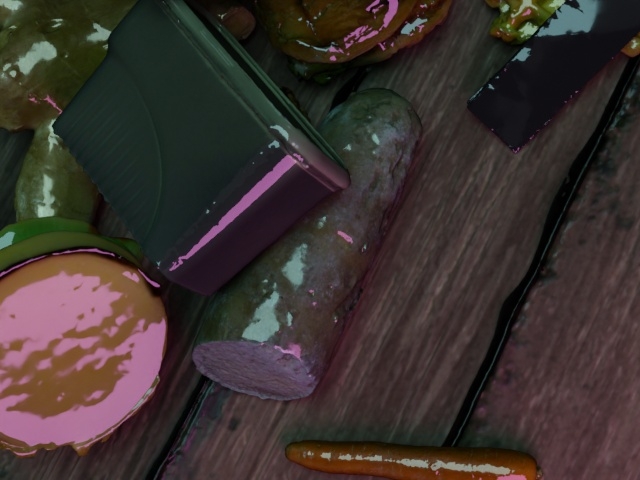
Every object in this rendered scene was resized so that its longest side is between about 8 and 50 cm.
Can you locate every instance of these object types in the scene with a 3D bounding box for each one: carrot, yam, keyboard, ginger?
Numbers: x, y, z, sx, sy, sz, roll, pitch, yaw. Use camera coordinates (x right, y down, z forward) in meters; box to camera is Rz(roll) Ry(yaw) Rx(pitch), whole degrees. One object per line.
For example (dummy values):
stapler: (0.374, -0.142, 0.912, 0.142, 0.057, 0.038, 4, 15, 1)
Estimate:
carrot: (0.086, 0.212, 1.193, 0.248, 0.043, 0.043, 3, 77, 13)
yam: (0.000, 0.000, 1.218, 0.133, 0.133, 0.330, 25, 79, 14)
keyboard: (0.238, -0.180, 1.244, 0.074, 0.015, 0.196, 43, 103, -4)
ginger: (-0.288, -0.207, 1.307, 0.363, 0.122, 0.348, 43, 78, 6)

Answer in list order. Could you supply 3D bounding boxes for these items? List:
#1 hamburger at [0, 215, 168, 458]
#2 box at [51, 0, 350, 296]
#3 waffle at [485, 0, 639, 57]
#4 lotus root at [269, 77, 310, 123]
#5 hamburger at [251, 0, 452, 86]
hamburger: (-0.263, 0.081, 1.207, 0.237, 0.237, 0.149, -48, 34, -4)
box: (-0.123, -0.097, 1.159, 0.178, 0.138, 0.274, -45, 60, 7)
waffle: (0.282, -0.314, 1.278, 0.291, 0.051, 0.291, -2, 80, 10)
lotus root: (-0.104, -0.094, 1.272, 0.190, 0.094, 0.108, -31, 41, 3)
hamburger: (0.026, -0.272, 1.275, 0.206, 0.130, 0.183, -25, 71, 6)
